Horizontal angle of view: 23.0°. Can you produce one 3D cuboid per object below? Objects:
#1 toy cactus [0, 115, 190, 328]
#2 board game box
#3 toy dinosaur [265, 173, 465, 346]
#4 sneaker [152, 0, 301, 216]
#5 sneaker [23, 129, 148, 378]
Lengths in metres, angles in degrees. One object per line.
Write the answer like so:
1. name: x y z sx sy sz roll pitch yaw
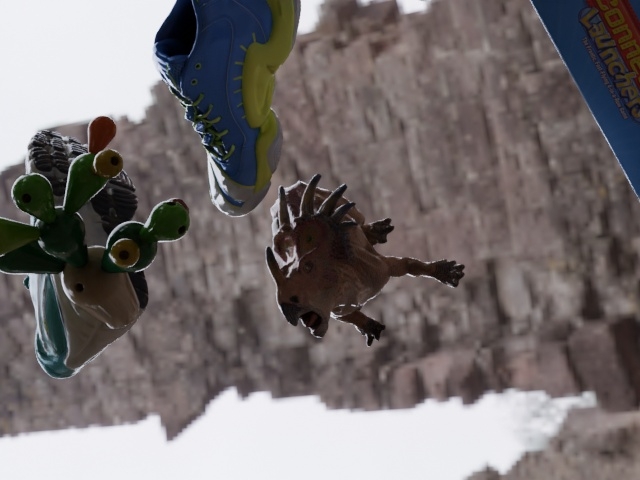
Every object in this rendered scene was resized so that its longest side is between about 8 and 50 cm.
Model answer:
1. toy cactus: -0.189 -0.001 1.185 0.180 0.219 0.112 62 -158 -51
2. board game box: 0.293 -0.151 1.210 0.308 0.086 0.302 58 -145 -16
3. toy dinosaur: 0.000 0.000 1.541 0.200 0.296 0.127 33 -84 -31
4. sneaker: -0.097 -0.129 1.369 0.126 0.091 0.240 -7 -61 -32
5. sneaker: -0.229 0.003 1.399 0.107 0.110 0.275 21 -146 -28
